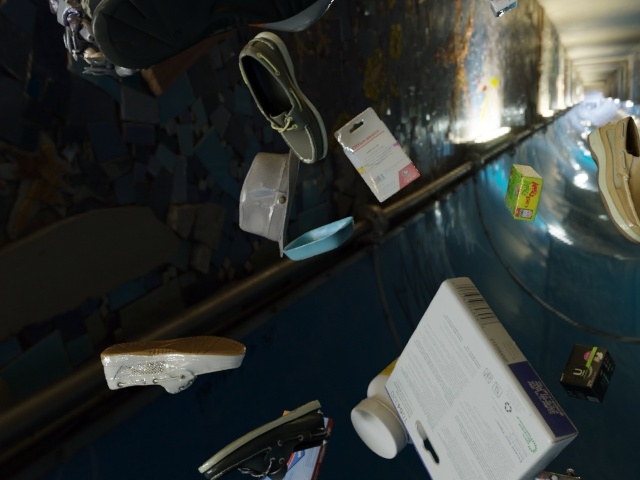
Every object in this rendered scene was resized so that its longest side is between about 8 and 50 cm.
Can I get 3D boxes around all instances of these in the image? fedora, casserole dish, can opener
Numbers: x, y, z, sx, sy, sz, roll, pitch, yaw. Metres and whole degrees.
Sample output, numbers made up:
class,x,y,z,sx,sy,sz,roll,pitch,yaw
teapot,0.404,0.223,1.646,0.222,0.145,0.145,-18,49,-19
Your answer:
class,x,y,z,sx,sy,sz,roll,pitch,yaw
fedora,-0.131,-0.104,1.483,0.125,0.275,0.243,10,-160,-6
casserole dish,0.000,0.000,1.352,0.188,0.037,0.114,-18,-166,39
can opener,0.531,0.563,1.421,0.186,0.059,0.073,1,-135,41

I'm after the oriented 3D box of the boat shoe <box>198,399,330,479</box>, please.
class,x,y,z,sx,sy,sz,roll,pitch,yaw
boat shoe,-0.098,0.439,1.259,0.127,0.113,0.340,-37,163,29

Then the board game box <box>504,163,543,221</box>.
class,x,y,z,sx,sy,sz,roll,pitch,yaw
board game box,0.447,-0.109,1.342,0.043,0.092,0.181,9,-163,8

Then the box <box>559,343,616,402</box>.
class,x,y,z,sx,sy,sz,roll,pitch,yaw
box,0.476,0.236,1.079,0.062,0.052,0.083,0,-131,50

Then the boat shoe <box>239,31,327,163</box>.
class,x,y,z,sx,sy,sz,roll,pitch,yaw
boat shoe,-0.081,-0.289,1.309,0.109,0.305,0.091,-4,-145,37

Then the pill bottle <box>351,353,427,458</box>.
class,x,y,z,sx,sy,sz,roll,pitch,yaw
pill bottle,0.239,0.372,1.493,0.334,0.187,0.188,-32,-155,-32

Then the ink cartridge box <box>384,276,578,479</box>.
class,x,y,z,sx,sy,sz,roll,pitch,yaw
ink cartridge box,0.259,0.292,1.082,0.072,0.330,0.324,-6,-133,-25

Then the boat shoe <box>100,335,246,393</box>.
class,x,y,z,sx,sy,sz,roll,pitch,yaw
boat shoe,-0.278,0.244,1.168,0.277,0.096,0.098,-3,-172,6

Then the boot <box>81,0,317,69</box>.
class,x,y,z,sx,sy,sz,roll,pitch,yaw
boot,-0.115,-0.250,0.579,0.237,0.085,0.178,-28,-143,-13

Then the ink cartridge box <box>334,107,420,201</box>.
class,x,y,z,sx,sy,sz,roll,pitch,yaw
ink cartridge box,0.132,-0.205,1.438,0.115,0.198,0.067,-34,-173,11

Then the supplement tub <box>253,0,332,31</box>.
class,x,y,z,sx,sy,sz,roll,pitch,yaw
supplement tub,-0.152,-0.378,0.731,0.338,0.207,0.207,-2,-171,-31

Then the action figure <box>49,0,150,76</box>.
class,x,y,z,sx,sy,sz,roll,pitch,yaw
action figure,-0.452,-0.423,1.247,0.285,0.099,0.185,44,-148,25

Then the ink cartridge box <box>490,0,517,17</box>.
class,x,y,z,sx,sy,sz,roll,pitch,yaw
ink cartridge box,0.383,-0.497,1.268,0.048,0.028,0.083,-28,-179,18

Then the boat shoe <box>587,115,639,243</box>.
class,x,y,z,sx,sy,sz,roll,pitch,yaw
boat shoe,0.405,-0.088,0.791,0.068,0.189,0.072,21,141,-31

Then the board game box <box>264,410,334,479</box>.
class,x,y,z,sx,sy,sz,roll,pitch,yaw
board game box,-0.069,0.546,1.417,0.145,0.281,0.027,-3,147,38
